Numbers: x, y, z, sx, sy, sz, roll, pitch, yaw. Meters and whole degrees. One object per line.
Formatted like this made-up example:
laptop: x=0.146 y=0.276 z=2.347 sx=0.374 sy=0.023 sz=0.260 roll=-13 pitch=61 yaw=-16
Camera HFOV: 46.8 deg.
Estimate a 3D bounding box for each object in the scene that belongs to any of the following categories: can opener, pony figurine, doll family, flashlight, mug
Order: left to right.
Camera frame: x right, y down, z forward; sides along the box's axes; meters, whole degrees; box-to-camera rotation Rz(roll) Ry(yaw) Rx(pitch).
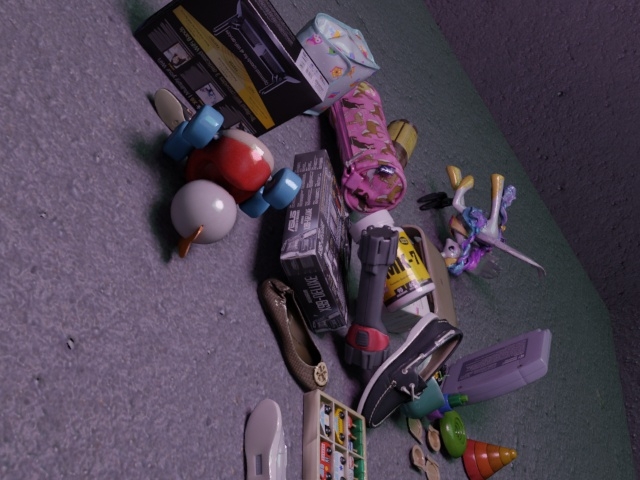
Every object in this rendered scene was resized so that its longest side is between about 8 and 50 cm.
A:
flashlight: x=0.112 y=0.118 z=1.557 sx=0.103 sy=0.103 sz=0.303 roll=-4 pitch=112 yaw=-26
mug: x=0.215 y=0.352 z=1.699 sx=0.157 sy=0.097 sz=0.129 roll=67 pitch=-8 yaw=-32
doll family: x=0.267 y=0.322 z=1.860 sx=0.193 sy=0.076 sz=0.111 roll=10 pitch=65 yaw=-51
can opener: x=0.366 y=-0.131 z=2.375 sx=0.186 sy=0.073 sz=0.059 roll=-7 pitch=83 yaw=-51
pony figurine: x=0.506 y=-0.021 z=2.312 sx=0.351 sy=0.303 sz=0.363 roll=21 pitch=72 yaw=-22

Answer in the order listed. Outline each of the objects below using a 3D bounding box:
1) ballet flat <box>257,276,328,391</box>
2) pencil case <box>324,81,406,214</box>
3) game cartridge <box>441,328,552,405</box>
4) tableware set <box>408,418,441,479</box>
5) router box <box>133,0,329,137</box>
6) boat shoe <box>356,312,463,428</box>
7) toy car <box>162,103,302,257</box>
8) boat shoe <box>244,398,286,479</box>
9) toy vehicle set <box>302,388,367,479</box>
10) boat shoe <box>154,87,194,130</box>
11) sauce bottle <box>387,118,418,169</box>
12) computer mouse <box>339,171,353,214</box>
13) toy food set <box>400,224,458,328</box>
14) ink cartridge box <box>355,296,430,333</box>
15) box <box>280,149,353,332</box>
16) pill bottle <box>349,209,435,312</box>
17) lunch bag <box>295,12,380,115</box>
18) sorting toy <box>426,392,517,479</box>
ballet flat: x=-0.044 y=0.183 z=1.448 sx=0.249 sy=0.058 sz=0.084 roll=65 pitch=27 yaw=-1
pencil case: x=0.106 y=-0.243 z=1.865 sx=0.167 sy=0.160 sz=0.386 roll=85 pitch=-3 yaw=-45
game cartridge: x=0.461 y=0.338 z=1.936 sx=0.060 sy=0.294 sz=0.196 roll=58 pitch=30 yaw=-6
tableware set: x=0.249 y=0.493 z=1.750 sx=0.141 sy=0.020 sz=0.168 roll=42 pitch=37 yaw=-36
router box: x=-0.170 y=-0.353 z=1.446 sx=0.309 sy=0.243 sz=0.081 roll=51 pitch=32 yaw=-27
boat shoe: x=0.193 y=0.287 z=1.584 sx=0.302 sy=0.091 sz=0.114 roll=-52 pitch=145 yaw=-17
toy car: x=-0.199 y=-0.071 z=1.303 sx=0.219 sy=0.210 sz=0.238 roll=38 pitch=66 yaw=-20
boat shoe: x=-0.084 y=0.363 z=1.246 sx=0.063 sy=0.066 sz=0.184 roll=45 pitch=33 yaw=-52
toy vehicle set: x=0.030 y=0.438 z=1.405 sx=0.166 sy=0.035 sz=0.266 roll=39 pitch=39 yaw=-41
boat shoe: x=-0.266 y=-0.232 z=1.399 sx=0.133 sy=0.049 sz=0.042 roll=55 pitch=25 yaw=-23
sauce bottle: x=0.200 y=-0.245 z=2.128 sx=0.111 sy=0.111 sz=0.344 roll=58 pitch=31 yaw=-15
computer mouse: x=0.062 y=-0.108 z=1.865 sx=0.106 sy=0.042 sz=0.193 roll=66 pitch=23 yaw=-9
toy food set: x=0.293 y=0.127 z=2.048 sx=0.220 sy=0.093 sz=0.306 roll=42 pitch=36 yaw=-56
ink cartridge box: x=0.187 y=0.169 z=1.788 sx=0.198 sy=0.115 sz=0.067 roll=24 pitch=50 yaw=-52
box: x=0.000 y=0.000 z=1.559 sx=0.242 sy=0.077 sz=0.307 roll=67 pitch=21 yaw=-45
pill bottle: x=0.155 y=0.045 z=1.642 sx=0.119 sy=0.119 sz=0.208 roll=-9 pitch=67 yaw=-61
lunch bag: x=-0.019 y=-0.415 z=1.764 sx=0.262 sy=0.223 sz=0.160 roll=-7 pitch=68 yaw=-60
sorting toy: x=0.387 y=0.484 z=1.852 sx=0.365 sy=0.126 sz=0.127 roll=53 pitch=30 yaw=-34
